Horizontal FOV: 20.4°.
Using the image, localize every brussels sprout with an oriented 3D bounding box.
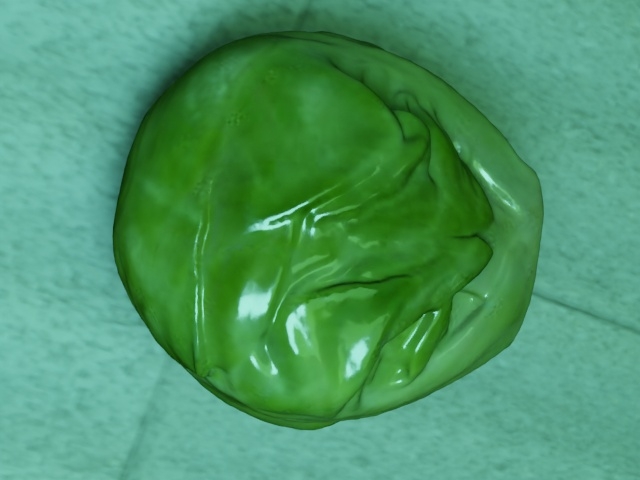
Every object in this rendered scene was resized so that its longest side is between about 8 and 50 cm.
[{"bbox_3d":[0.000,0.000,1.326,0.328,0.247,0.328,-7,108,-23],"label":"brussels sprout"}]
